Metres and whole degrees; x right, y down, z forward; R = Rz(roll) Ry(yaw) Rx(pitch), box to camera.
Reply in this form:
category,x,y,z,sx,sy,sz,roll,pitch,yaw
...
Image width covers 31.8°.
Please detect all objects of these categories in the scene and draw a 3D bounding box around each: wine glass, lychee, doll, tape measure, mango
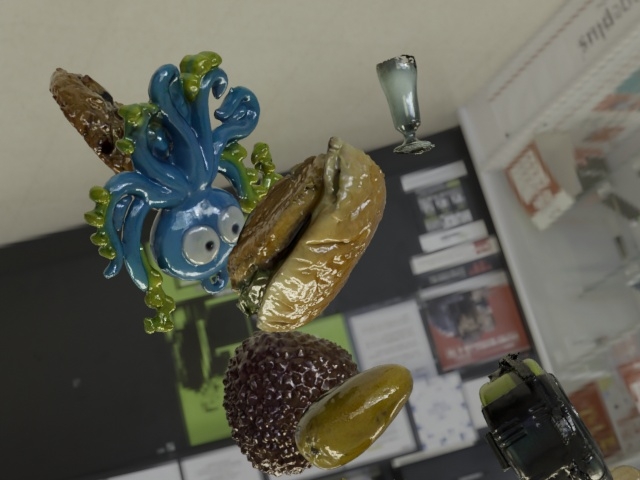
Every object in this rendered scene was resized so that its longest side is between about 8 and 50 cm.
category,x,y,z,sx,sy,sz,roll,pitch,yaw
wine glass,0.138,-0.220,1.842,0.072,0.155,0.072,-11,172,-2
lychee,-0.056,0.291,1.986,0.271,0.271,0.271,-13,158,-5
doll,-0.169,-0.077,1.531,0.099,0.341,0.346,14,-141,36
tape measure,0.258,0.228,1.342,0.112,0.199,0.186,-33,148,6
mango,0.049,0.246,1.615,0.195,0.098,0.137,-42,180,-5

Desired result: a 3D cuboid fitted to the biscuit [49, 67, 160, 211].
category,x,y,z,sx,sy,sz,roll,pitch,yaw
biscuit,-0.295,-0.151,1.794,0.081,0.289,0.334,-43,128,3

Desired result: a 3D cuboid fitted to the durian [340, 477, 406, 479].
category,x,y,z,sx,sy,sz,roll,pitch,yaw
durian,0.085,0.400,1.627,0.146,0.208,0.102,-39,130,-4

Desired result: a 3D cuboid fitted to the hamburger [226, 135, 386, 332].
category,x,y,z,sx,sy,sz,roll,pitch,yaw
hamburger,0.000,0.000,1.218,0.135,0.155,0.208,31,137,-16

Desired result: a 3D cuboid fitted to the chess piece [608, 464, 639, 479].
category,x,y,z,sx,sy,sz,roll,pitch,yaw
chess piece,0.355,0.409,1.634,0.137,0.137,0.301,-2,164,-30
